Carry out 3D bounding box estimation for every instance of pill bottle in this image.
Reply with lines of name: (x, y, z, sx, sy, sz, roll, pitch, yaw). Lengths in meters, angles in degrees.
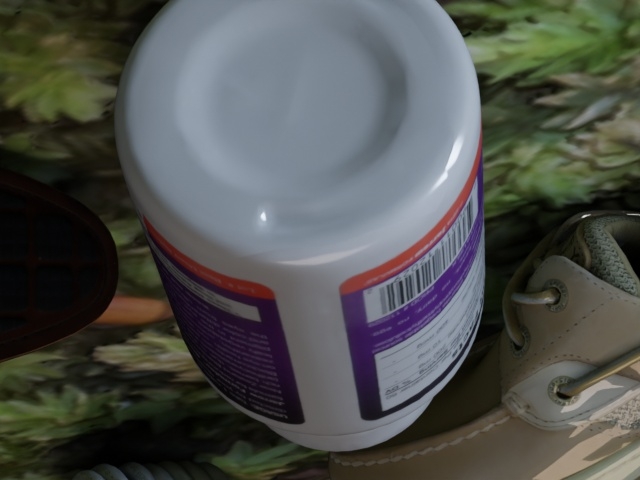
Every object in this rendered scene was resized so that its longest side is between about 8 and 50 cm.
pill bottle: (0.000, 0.000, 0.656, 0.108, 0.108, 0.193, -10, 154, 0)

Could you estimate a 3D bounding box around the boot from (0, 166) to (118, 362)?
boot: (-0.186, 0.011, 0.681, 0.219, 0.082, 0.106, 0, 174, -29)

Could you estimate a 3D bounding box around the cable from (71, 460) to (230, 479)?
cable: (-0.070, 0.231, 0.923, 0.089, 0.257, 0.257, -4, 115, -14)

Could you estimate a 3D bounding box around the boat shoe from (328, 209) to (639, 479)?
boat shoe: (0.121, 0.030, 0.787, 0.302, 0.109, 0.098, -24, 111, 26)
